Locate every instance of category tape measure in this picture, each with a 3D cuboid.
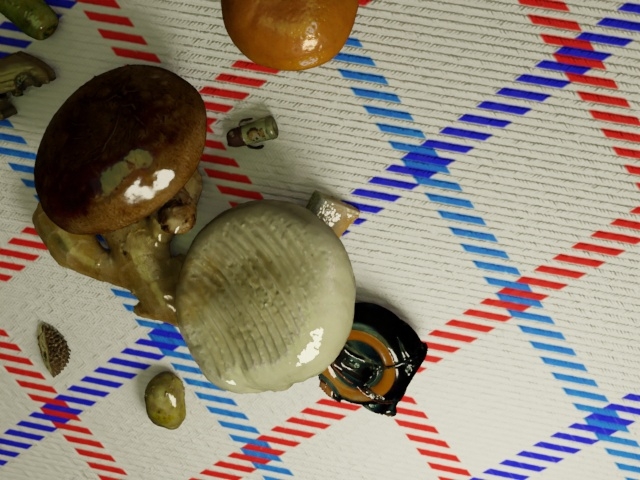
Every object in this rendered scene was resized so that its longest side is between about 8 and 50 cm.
[{"bbox_3d":[0.092,0.233,1.476,0.222,0.135,0.202,28,117,4],"label":"tape measure"}]

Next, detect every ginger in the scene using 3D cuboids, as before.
[{"bbox_3d":[-0.385,0.039,1.487,0.362,0.122,0.348,-11,96,0],"label":"ginger"}]

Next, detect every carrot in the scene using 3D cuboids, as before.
[{"bbox_3d":[-0.649,-0.506,1.384,0.358,0.074,0.074,38,107,-2],"label":"carrot"}]

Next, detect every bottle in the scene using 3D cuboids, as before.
[{"bbox_3d":[-0.134,-0.205,1.419,0.101,0.047,0.063,-14,95,13],"label":"bottle"}]

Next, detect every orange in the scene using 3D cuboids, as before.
[{"bbox_3d":[-0.052,-0.410,1.282,0.240,0.171,0.240,1,99,7],"label":"orange"}]

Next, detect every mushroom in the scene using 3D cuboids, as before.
[{"bbox_3d":[-0.363,-0.172,1.336,0.344,0.345,0.239,11,148,4],"label":"mushroom"}]

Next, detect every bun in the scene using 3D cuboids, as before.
[{"bbox_3d":[-0.091,0.105,1.388,0.365,0.219,0.366,-3,82,22],"label":"bun"}]

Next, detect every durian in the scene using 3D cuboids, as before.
[{"bbox_3d":[-0.586,0.241,1.622,0.066,0.052,0.131,8,109,45],"label":"durian"}]

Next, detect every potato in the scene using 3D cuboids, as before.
[{"bbox_3d":[-0.336,0.352,1.599,0.091,0.070,0.138,2,107,8],"label":"potato"}]

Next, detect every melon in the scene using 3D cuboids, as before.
[{"bbox_3d":[-0.006,-0.005,1.471,0.098,0.054,0.182,25,109,-17],"label":"melon"}]

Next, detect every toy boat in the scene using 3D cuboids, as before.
[{"bbox_3d":[-0.668,-0.276,1.445,0.321,0.089,0.122,-17,110,10],"label":"toy boat"}]
